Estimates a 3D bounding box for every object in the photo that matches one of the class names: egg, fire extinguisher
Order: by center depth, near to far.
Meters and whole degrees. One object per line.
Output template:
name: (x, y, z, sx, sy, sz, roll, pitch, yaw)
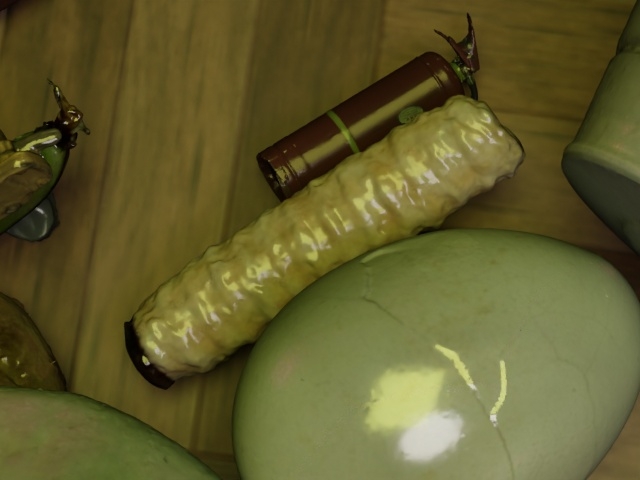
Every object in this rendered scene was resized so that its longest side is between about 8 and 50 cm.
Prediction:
egg: (0.058, 0.071, 0.893, 0.209, 0.151, 0.151, -27, 78, -13)
fire extinguisher: (0.032, -0.062, 0.982, 0.132, 0.039, 0.056, -31, 111, -7)

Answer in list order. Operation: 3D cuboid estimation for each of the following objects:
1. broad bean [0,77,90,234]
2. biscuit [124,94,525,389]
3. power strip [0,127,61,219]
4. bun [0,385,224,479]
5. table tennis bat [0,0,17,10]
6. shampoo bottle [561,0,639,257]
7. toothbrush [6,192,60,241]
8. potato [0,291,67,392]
broad bean: (-0.217, -0.017, 0.959, 0.227, 0.039, 0.069, -19, 106, 10)
biscuit: (0.000, 0.000, 0.945, 0.219, 0.061, 0.055, -32, 76, 7)
power strip: (-0.253, 0.022, 0.917, 0.305, 0.064, 0.044, -32, 73, 11)
bun: (-0.140, 0.214, 0.815, 0.293, 0.187, 0.293, 0, 100, 0)
table tennis bat: (-0.200, -0.228, 1.021, 0.414, 0.051, 0.268, -2, 77, 3)
shampoo bottle: (0.269, -0.061, 0.859, 0.273, 0.273, 0.266, 40, 87, 9)
toothbrush: (-0.276, -0.057, 0.991, 0.297, 0.030, 0.030, 18, 102, 3)
potato: (-0.183, 0.100, 0.921, 0.100, 0.089, 0.172, 12, 78, 3)
